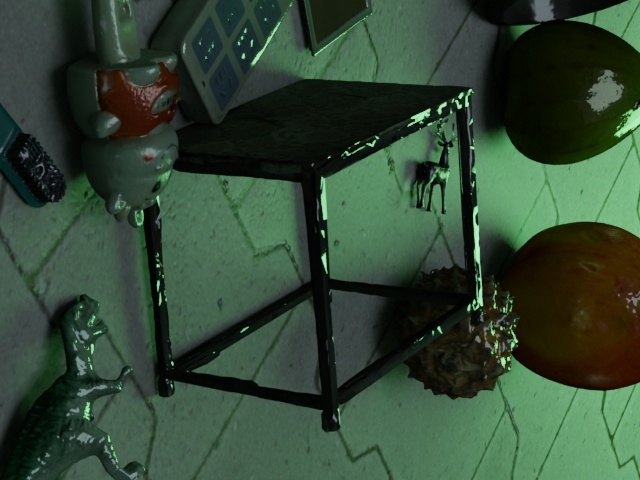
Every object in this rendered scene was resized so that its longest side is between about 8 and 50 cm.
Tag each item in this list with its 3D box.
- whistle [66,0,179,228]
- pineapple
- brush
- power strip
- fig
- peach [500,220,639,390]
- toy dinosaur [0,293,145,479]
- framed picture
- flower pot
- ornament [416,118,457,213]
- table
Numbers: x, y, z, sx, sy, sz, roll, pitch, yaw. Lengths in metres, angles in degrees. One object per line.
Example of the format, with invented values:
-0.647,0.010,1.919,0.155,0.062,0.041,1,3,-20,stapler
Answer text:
-0.183,-0.132,1.673,0.102,0.106,0.253,-120,-156,-71,whistle
0.176,0.105,2.264,0.193,0.166,0.166,-68,151,-60,pineapple
-0.278,-0.095,1.582,0.043,0.032,0.193,-64,146,-28,brush
-0.089,-0.245,1.856,0.270,0.046,0.118,-62,143,-32,power strip
0.363,-0.203,2.444,0.203,0.225,0.203,1,90,-81,fig
0.389,0.093,2.496,0.281,0.281,0.238,51,54,-50,peach
-0.240,0.236,1.649,0.129,0.076,0.383,28,61,-23,toy dinosaur
0.009,-0.321,2.037,0.142,0.011,0.183,-42,130,-48,framed picture
0.330,-0.400,2.372,0.269,0.269,0.166,-4,76,-59,flower pot
0.150,-0.099,2.296,0.073,0.028,0.125,18,82,-59,ornament
0.000,0.000,1.879,0.335,0.222,0.272,-28,120,-53,table
